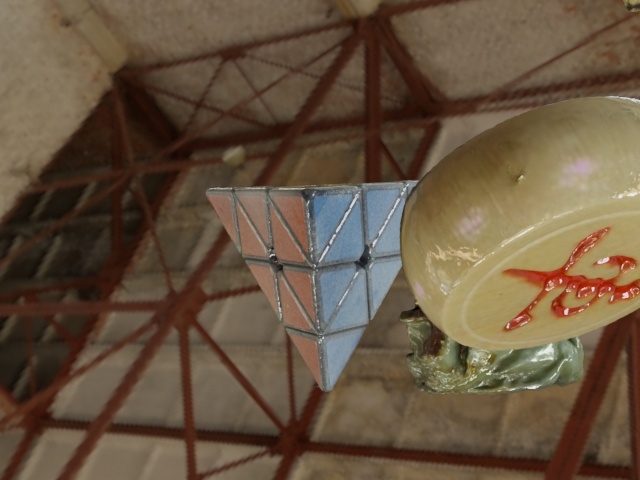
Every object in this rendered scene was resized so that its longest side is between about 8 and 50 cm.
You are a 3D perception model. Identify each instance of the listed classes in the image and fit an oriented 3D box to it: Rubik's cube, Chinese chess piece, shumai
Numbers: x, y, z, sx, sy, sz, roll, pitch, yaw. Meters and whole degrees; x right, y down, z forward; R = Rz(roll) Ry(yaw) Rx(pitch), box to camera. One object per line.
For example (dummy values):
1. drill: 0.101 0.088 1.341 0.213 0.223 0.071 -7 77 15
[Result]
1. Rubik's cube: -0.001 0.002 1.415 0.233 0.229 0.228 -40 -153 30
2. Chinese chess piece: 0.188 -0.007 0.914 0.251 0.251 0.097 -27 -121 15
3. shumai: 0.161 0.076 1.126 0.184 0.142 0.184 -7 -177 0

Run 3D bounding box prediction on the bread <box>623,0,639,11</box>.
1. bread: 0.437 -0.446 1.516 0.142 0.266 0.178 -14 180 -30
